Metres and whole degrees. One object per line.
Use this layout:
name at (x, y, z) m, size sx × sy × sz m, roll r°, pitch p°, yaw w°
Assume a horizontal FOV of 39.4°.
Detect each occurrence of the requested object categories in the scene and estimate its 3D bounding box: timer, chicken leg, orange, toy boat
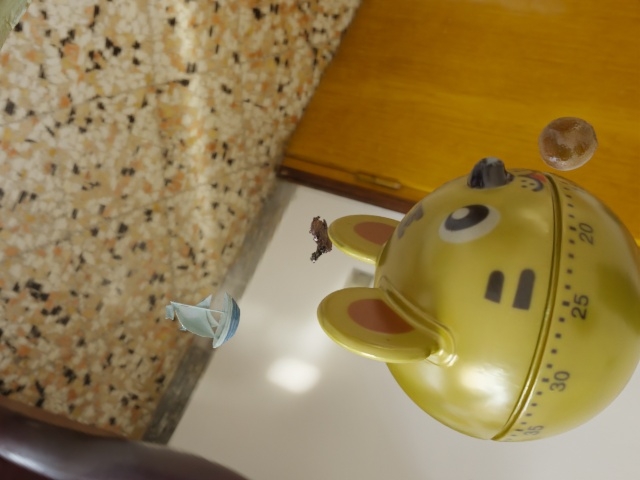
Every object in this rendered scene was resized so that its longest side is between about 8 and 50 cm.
timer at (0.190, 0.065, 1.100) m, size 0.376 × 0.387 × 0.376 m, roll -166°, pitch -90°, yaw -89°
chicken leg at (0.002, -0.001, 1.323) m, size 0.036 × 0.021 × 0.083 m, roll 13°, pitch 54°, yaw -20°
orange at (0.359, -0.141, 1.298) m, size 0.085 × 0.085 × 0.085 m, roll -25°, pitch 124°, yaw -45°
toy boat at (-0.223, 0.159, 1.738) m, size 0.149 × 0.034 × 0.105 m, roll -10°, pitch 93°, yaw -28°

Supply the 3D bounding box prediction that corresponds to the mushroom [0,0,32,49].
mushroom at (-0.454, -0.263, 1.160) m, size 0.081 × 0.100 × 0.312 m, roll 72°, pitch 30°, yaw -54°
